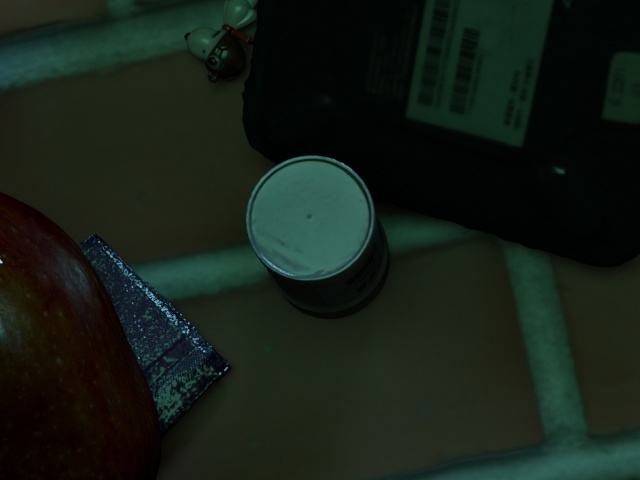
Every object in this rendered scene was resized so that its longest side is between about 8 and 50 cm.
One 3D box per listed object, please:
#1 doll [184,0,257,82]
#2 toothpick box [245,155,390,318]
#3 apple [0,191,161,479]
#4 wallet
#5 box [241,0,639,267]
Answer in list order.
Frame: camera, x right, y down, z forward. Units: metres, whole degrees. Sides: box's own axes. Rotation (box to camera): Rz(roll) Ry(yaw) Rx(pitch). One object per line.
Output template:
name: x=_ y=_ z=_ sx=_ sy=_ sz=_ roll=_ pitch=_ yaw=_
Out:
doll: x=-0.073 y=-0.173 z=1.588 sx=0.085 sy=0.040 sz=0.058 roll=-43 pitch=66 yaw=-4
toothpick box: x=0.000 y=0.000 z=1.481 sx=0.098 sy=0.149 sz=0.098 roll=-1 pitch=77 yaw=6
apple: x=-0.274 y=0.107 z=1.411 sx=0.288 sy=0.288 sz=0.317 roll=-32 pitch=95 yaw=-1
wallet: x=-0.166 y=0.084 z=1.542 sx=0.166 sy=0.030 sz=0.111 roll=43 pitch=86 yaw=14
box: x=0.123 y=-0.172 z=1.446 sx=0.350 sy=0.091 sz=0.359 roll=17 pitch=123 yaw=11
